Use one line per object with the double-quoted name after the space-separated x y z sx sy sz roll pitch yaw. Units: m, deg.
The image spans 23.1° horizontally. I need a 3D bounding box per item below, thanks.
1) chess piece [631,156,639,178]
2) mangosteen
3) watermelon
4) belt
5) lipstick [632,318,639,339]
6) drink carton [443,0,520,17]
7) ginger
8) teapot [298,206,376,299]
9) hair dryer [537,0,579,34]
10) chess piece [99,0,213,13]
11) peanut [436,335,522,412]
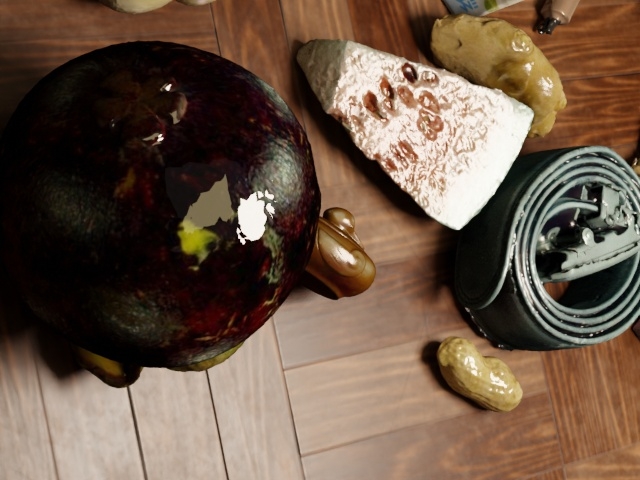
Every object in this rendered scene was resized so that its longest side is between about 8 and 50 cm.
0.380 -0.076 1.794 0.060 0.060 0.172 37 60 -25 "chess piece"
-0.136 -0.021 1.291 0.288 0.288 0.288 8 77 -35 "mangosteen"
0.079 -0.124 1.575 0.241 0.094 0.154 33 74 -25 "watermelon"
0.249 0.014 1.641 0.267 0.116 0.206 -33 105 -38 "belt"
0.485 0.013 1.806 0.317 0.068 0.066 -47 112 -21 "lipstick"
0.225 -0.362 1.565 0.132 0.324 0.194 -45 108 -34 "drink carton"
0.193 -0.181 1.658 0.190 0.095 0.069 41 24 -28 "ginger"
0.000 0.000 1.471 0.129 0.098 0.078 36 76 -23 "teapot"
0.294 -0.301 1.776 0.117 0.064 0.182 39 69 -26 "hair dryer"
-0.101 -0.281 1.445 0.261 0.143 0.143 -16 91 -30 "chess piece"
0.161 0.137 1.597 0.113 0.054 0.054 36 62 -25 "peanut"
